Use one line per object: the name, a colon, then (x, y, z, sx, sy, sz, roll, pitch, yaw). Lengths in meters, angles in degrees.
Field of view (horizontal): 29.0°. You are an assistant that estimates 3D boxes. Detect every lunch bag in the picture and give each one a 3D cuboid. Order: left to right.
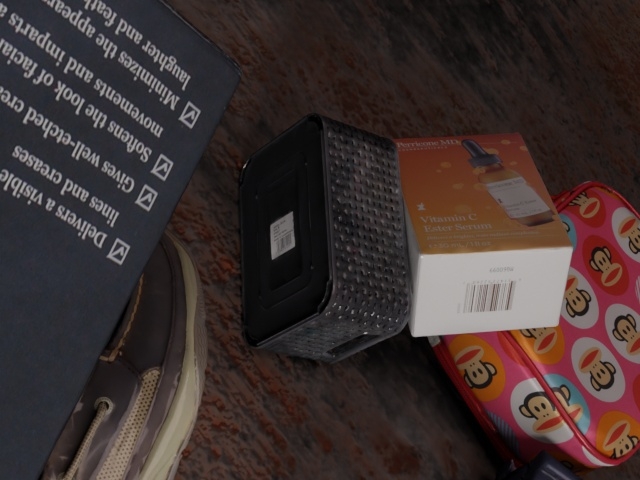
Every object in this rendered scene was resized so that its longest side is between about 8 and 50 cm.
lunch bag: (0.237, 0.069, 1.204, 0.293, 0.120, 0.258, -32, 87, -44)

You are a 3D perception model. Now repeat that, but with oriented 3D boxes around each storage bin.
storage bin: (0.000, 0.000, 1.036, 0.084, 0.122, 0.180, 16, 59, -35)

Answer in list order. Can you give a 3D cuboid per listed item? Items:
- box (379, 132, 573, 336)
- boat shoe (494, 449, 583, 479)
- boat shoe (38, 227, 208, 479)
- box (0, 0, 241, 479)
box: (0.129, -0.009, 1.075, 0.130, 0.091, 0.170, -4, 39, -7)
boat shoe: (0.254, 0.333, 1.078, 0.340, 0.127, 0.158, 46, 54, -12)
boat shoe: (-0.167, 0.130, 0.821, 0.130, 0.132, 0.355, 26, 53, -29)
box: (-0.271, 0.000, 0.585, 0.293, 0.212, 0.395, 39, 72, -47)
